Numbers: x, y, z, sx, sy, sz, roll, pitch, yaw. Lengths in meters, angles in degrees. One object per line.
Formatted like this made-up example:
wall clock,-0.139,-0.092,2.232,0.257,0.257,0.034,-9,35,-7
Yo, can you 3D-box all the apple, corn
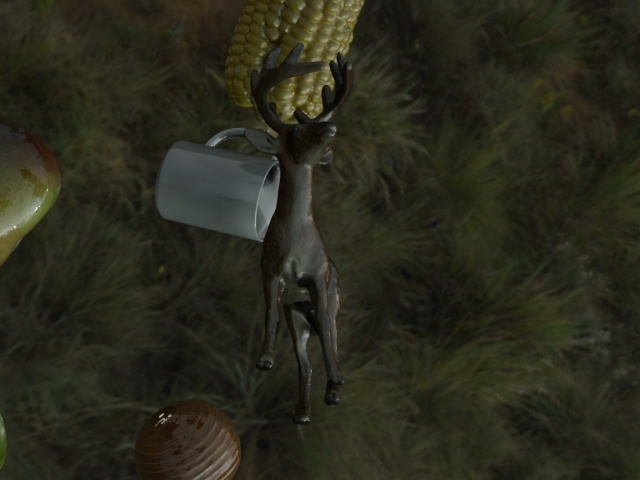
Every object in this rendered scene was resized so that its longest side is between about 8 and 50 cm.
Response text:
apple,-0.423,-0.065,1.057,0.188,0.174,0.207,41,61,-9
corn,-0.013,-0.272,0.961,0.130,0.347,0.130,17,20,-6

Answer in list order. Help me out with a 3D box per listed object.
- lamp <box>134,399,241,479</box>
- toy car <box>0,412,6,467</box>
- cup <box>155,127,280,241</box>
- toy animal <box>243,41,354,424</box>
lamp,-0.169,0.269,1.131,0.136,0.136,0.136,15,62,-30
toy car,-0.320,0.125,0.578,0.145,0.235,0.235,-14,76,-2
cup,-0.111,-0.067,1.069,0.133,0.099,0.136,12,30,14
toy animal,-0.020,-0.001,0.734,0.087,0.243,0.260,0,61,-4
